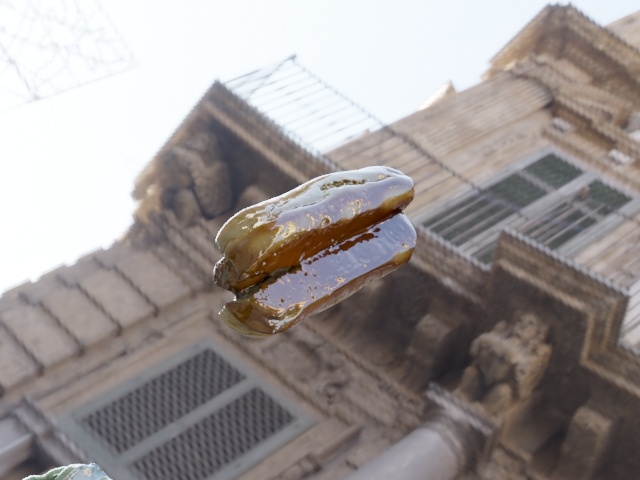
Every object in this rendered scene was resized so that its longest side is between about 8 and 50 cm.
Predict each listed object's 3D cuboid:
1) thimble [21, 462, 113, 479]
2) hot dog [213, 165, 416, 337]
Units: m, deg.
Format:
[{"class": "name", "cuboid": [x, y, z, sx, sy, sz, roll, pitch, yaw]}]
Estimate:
[{"class": "thimble", "cuboid": [-0.225, 0.273, 0.884, 0.219, 0.219, 0.150, -11, -68, 48]}, {"class": "hot dog", "cuboid": [0.000, 0.000, 1.222, 0.100, 0.337, 0.135, 3, -73, 33]}]
